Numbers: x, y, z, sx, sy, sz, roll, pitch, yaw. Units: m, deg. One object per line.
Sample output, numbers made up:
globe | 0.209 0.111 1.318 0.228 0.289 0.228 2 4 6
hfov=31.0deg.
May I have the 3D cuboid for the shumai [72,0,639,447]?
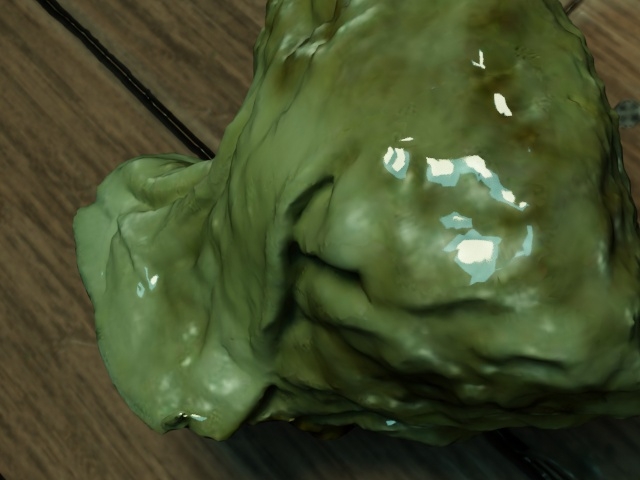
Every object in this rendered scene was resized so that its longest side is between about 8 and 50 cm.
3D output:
shumai | 0.000 0.000 0.593 0.288 0.292 0.330 -18 29 4
